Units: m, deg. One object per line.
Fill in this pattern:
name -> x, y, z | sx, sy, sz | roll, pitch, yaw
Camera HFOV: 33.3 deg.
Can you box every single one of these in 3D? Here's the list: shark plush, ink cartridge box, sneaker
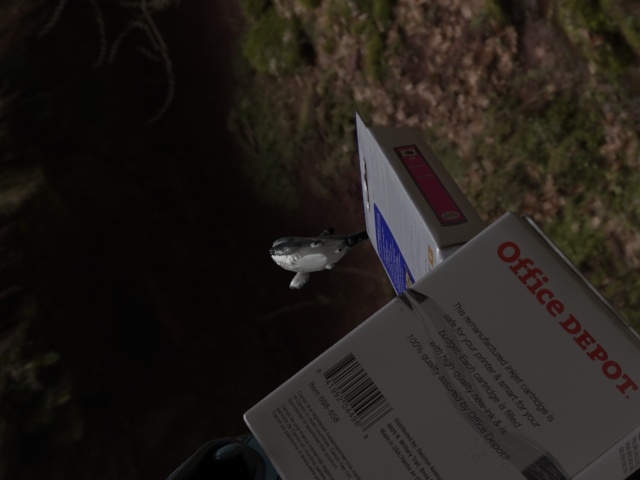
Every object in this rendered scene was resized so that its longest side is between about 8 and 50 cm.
shark plush -> 0.000, 0.000, 1.435 | 0.073, 0.161, 0.067 | 50, -148, -22
ink cartridge box -> 0.110, -0.005, 1.189 | 0.371, 0.069, 0.176 | -116, 17, -60
ink cartridge box -> 0.112, 0.140, 0.827 | 0.197, 0.272, 0.114 | 52, 179, 31
sneaker -> -0.069, 0.210, 0.847 | 0.104, 0.125, 0.262 | 45, -155, 7

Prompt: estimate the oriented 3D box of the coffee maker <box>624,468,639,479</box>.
coffee maker -> 0.433, 0.252, 1.364 | 0.171, 0.178, 0.120 | 51, -173, -36
